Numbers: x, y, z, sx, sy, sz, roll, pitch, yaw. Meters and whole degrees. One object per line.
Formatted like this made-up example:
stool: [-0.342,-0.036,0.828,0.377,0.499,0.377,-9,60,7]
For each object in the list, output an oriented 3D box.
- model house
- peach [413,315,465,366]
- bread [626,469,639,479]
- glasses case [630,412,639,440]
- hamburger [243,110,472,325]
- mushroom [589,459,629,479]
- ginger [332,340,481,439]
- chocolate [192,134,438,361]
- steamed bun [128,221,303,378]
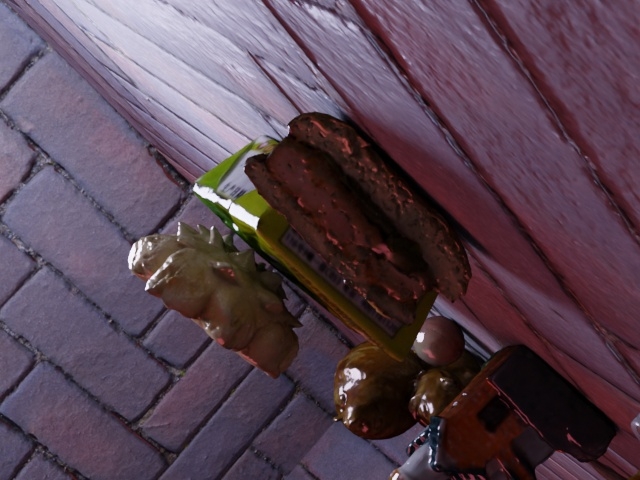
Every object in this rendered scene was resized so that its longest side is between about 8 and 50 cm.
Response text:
model house: [0.228,0.302,1.872,0.190,0.301,0.271,48,175,3]
peach: [0.187,0.157,2.104,0.083,0.083,0.083,41,175,5]
bread: [0.484,0.368,1.596,0.235,0.099,0.210,51,168,-30]
glasses case: [0.401,0.243,1.435,0.164,0.041,0.063,40,174,13]
hamburger: [0.049,-0.031,1.435,0.262,0.124,0.131,47,-168,-9]
mushroom: [0.517,0.421,2.106,0.306,0.043,0.068,43,150,-1]
ginger: [0.164,0.257,2.190,0.357,0.152,0.274,4,-165,-36]
chocolate: [0.000,0.000,1.867,0.301,0.137,0.289,42,176,-25]
steamed bun: [-0.133,0.066,1.904,0.292,0.137,0.295,35,179,42]
